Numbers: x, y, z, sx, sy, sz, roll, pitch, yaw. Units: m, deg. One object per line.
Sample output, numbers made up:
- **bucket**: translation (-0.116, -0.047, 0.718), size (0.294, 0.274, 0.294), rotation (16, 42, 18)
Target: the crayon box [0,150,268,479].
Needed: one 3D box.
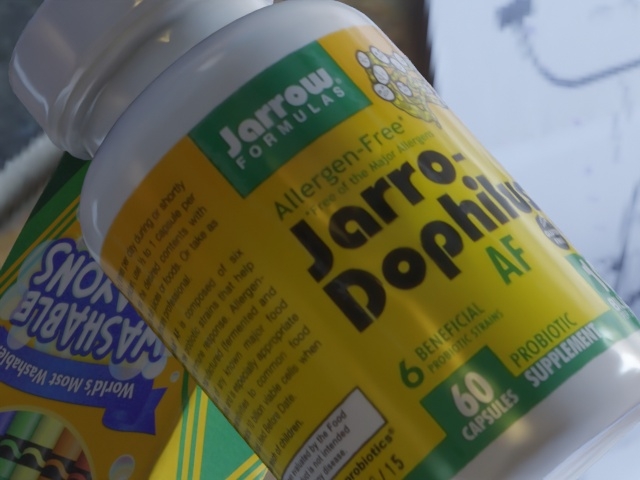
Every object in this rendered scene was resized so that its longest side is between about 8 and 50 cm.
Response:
- **crayon box**: translation (-0.124, 0.106, 1.098), size (0.083, 0.203, 0.323), rotation (39, 70, -41)

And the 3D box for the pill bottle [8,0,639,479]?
- **pill bottle**: translation (0.000, 0.000, 0.621), size (0.117, 0.117, 0.208), rotation (-33, 74, -30)
